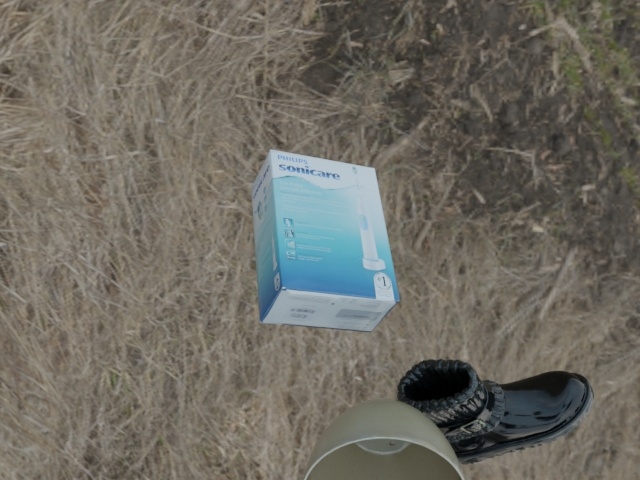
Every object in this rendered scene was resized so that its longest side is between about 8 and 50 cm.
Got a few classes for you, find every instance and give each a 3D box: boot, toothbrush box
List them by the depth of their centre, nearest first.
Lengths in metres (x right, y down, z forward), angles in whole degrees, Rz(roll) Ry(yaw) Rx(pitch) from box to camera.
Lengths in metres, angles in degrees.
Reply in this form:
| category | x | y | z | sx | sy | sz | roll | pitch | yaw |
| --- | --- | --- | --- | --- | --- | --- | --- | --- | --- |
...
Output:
| category | x | y | z | sx | sy | sz | roll | pitch | yaw |
| --- | --- | --- | --- | --- | --- | --- | --- | --- | --- |
| toothbrush box | 0.000 | 0.000 | 1.314 | 0.216 | 0.126 | 0.296 | 7 | 55 | -22 |
| boot | 0.352 | 0.310 | 1.469 | 0.347 | 0.131 | 0.260 | -28 | 126 | 11 |

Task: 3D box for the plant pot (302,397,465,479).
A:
| category | x | y | z | sx | sy | sz | roll | pitch | yaw |
| --- | --- | --- | --- | --- | --- | --- | --- | --- | --- |
| plant pot | 0.112 | 0.395 | 1.321 | 0.191 | 0.284 | 0.284 | -83 | 151 | -61 |
